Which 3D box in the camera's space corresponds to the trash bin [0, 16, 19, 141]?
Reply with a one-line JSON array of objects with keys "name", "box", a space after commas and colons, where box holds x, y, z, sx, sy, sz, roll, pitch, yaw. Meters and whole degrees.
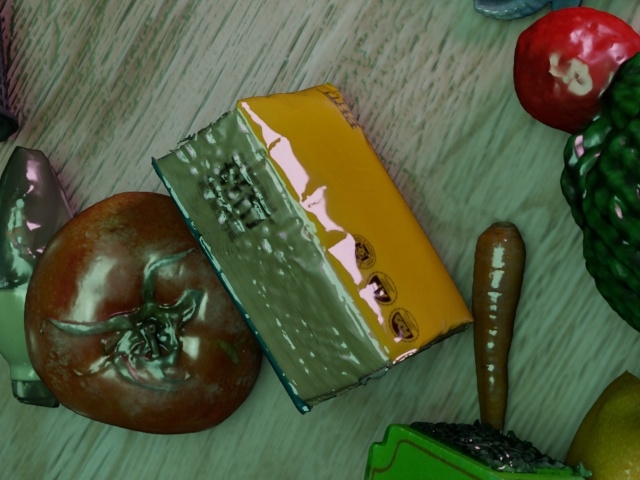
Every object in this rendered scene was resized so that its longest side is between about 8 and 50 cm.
[{"name": "trash bin", "box": [-0.368, -0.185, 1.848, 0.175, 0.175, 0.161, -1, 80, 12]}]

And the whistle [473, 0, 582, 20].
[{"name": "whistle", "box": [0.212, -0.281, 1.756, 0.269, 0.093, 0.180, 11, 116, 13]}]

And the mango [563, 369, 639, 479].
[{"name": "mango", "box": [0.295, 0.292, 1.707, 0.187, 0.144, 0.359, -14, 80, 1]}]

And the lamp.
[{"name": "lamp", "box": [-0.271, 0.035, 1.848, 0.101, 0.101, 0.250, 0, 93, 12]}]

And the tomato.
[{"name": "tomato", "box": [-0.149, 0.073, 1.784, 0.237, 0.095, 0.236, -1, 93, -15]}]

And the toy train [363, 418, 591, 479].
[{"name": "toy train", "box": [0.125, 0.259, 1.704, 0.132, 0.243, 0.188, 7, 96, -31]}]

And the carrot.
[{"name": "carrot", "box": [0.160, 0.091, 1.789, 0.048, 0.048, 0.216, 4, 94, 12]}]

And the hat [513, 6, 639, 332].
[{"name": "hat", "box": [0.296, -0.075, 1.695, 0.274, 0.242, 0.332, -41, 57, -14]}]

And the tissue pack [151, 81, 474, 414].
[{"name": "tissue pack", "box": [0.000, 0.000, 1.738, 0.134, 0.192, 0.271, -34, 84, 29]}]
